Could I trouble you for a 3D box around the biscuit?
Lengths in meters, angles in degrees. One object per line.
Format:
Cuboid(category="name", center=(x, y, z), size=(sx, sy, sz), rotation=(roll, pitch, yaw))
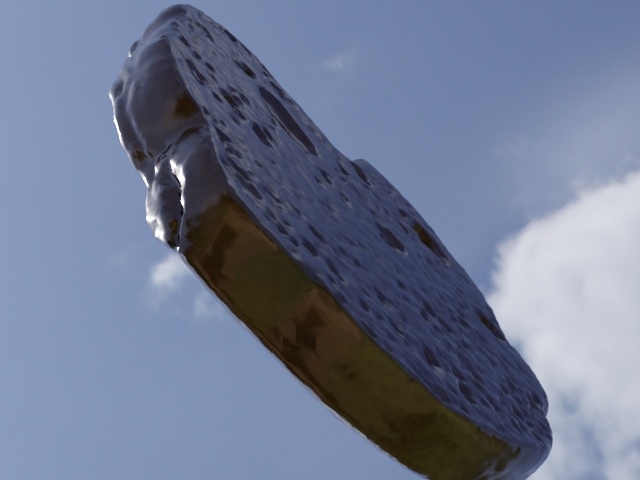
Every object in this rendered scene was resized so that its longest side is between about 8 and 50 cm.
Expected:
Cuboid(category="biscuit", center=(0.000, 0.000, 0.950), size=(0.074, 0.381, 0.359), rotation=(-45, -36, 9))
